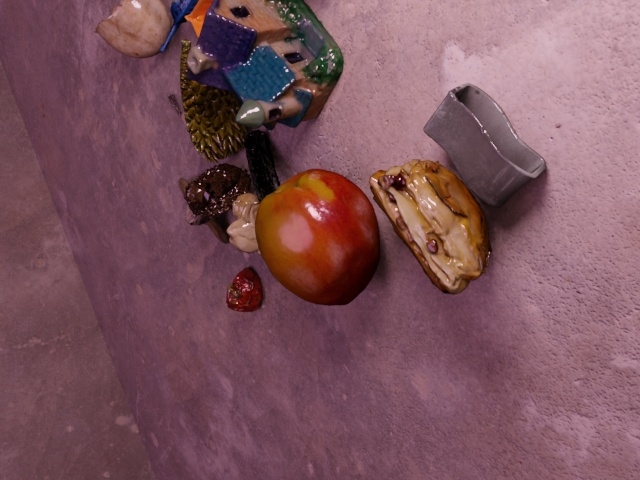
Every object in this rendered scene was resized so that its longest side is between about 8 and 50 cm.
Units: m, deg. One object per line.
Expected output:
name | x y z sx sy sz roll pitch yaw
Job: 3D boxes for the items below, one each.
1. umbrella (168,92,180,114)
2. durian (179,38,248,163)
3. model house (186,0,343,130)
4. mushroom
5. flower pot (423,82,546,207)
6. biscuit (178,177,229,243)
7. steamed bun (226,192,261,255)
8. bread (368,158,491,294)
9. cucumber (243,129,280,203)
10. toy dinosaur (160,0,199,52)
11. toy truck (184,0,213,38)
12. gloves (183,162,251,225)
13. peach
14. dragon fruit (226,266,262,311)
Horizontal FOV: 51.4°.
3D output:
umbrella | -0.476 -0.445 2.171 0.083 0.020 0.031 59 143 4
durian | -0.307 -0.385 1.881 0.198 0.163 0.394 -98 -10 -55
model house | -0.154 -0.422 1.567 0.312 0.280 0.245 56 141 15
mushroom | -0.550 -0.666 2.050 0.253 0.195 0.189 -11 131 46
flower pot | 0.308 -0.179 1.259 0.229 0.103 0.108 56 141 15
biscuit | -0.396 -0.114 2.168 0.290 0.038 0.141 49 166 25
steamed bun | -0.175 -0.053 1.860 0.106 0.192 0.177 -136 43 -58
bread | 0.227 -0.047 1.304 0.277 0.167 0.324 56 -174 5
cucumber | -0.147 -0.162 1.779 0.081 0.072 0.303 122 142 -47
toy dinosaur | -0.374 -0.654 1.836 0.329 0.076 0.144 -29 43 53
toy truck | -0.240 -0.611 1.704 0.270 0.135 0.114 -31 81 53
gloves | -0.315 -0.140 1.963 0.135 0.210 0.312 54 146 -12
peach | 0.000 0.000 1.577 0.308 0.308 0.332 -3 114 52
dragon fruit | -0.240 0.178 2.103 0.083 0.106 0.162 31 126 38
